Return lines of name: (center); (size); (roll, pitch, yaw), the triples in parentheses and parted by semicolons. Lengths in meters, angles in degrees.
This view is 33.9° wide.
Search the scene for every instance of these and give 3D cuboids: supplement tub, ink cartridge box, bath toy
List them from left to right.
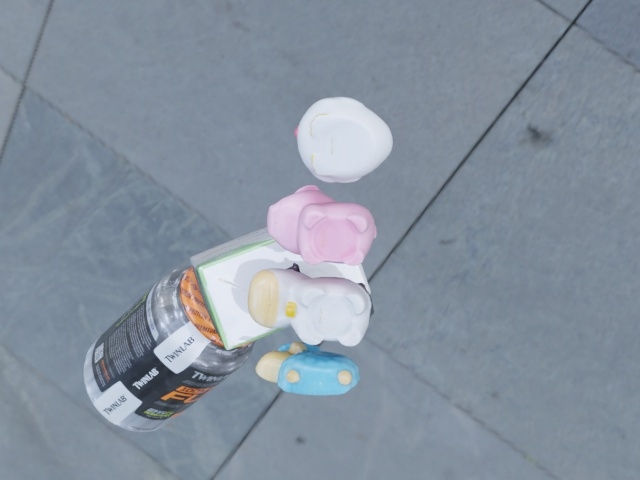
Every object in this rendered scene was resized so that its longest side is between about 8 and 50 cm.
supplement tub: (-0.254, 0.182, 1.851); (0.207, 0.207, 0.338); (45, 127, -6)
ink cartridge box: (-0.072, 0.046, 1.500); (0.353, 0.207, 0.119); (-172, 62, -80)
bath toy: (0.000, 0.000, 1.232); (0.151, 0.129, 0.348); (9, 105, 3)
